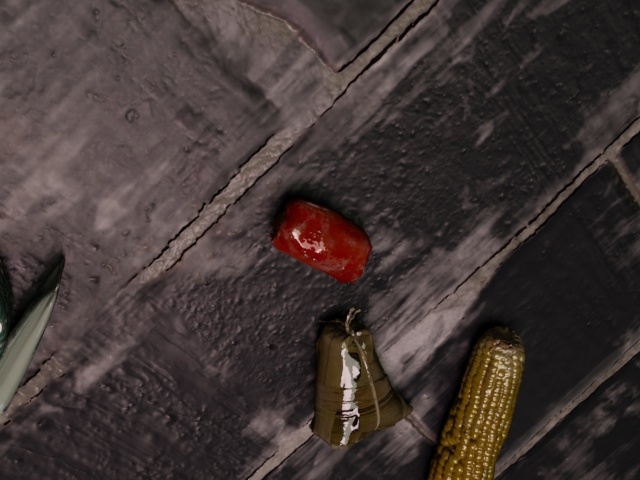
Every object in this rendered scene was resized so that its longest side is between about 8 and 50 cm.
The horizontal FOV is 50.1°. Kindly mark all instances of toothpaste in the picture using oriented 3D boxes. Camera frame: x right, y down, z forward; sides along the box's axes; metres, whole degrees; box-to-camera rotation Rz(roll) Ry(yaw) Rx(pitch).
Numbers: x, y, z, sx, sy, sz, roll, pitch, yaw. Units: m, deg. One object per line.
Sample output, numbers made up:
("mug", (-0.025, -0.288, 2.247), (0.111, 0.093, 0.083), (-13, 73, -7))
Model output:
("toothpaste", (-0.324, 0.117, 0.734), (0.041, 0.064, 0.218), (27, 107, -24))

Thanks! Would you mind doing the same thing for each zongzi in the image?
("zongzi", (0.071, 0.162, 0.900), (0.178, 0.081, 0.189), (-5, 103, -41))

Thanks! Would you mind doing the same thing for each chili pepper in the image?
("chili pepper", (0.000, 0.000, 0.785), (0.123, 0.071, 0.073), (26, 120, -30))

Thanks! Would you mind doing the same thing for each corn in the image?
("corn", (0.222, 0.274, 0.984), (0.096, 0.097, 0.320), (4, 111, -21))

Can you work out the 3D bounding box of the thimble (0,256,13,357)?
("thimble", (-0.370, 0.074, 0.674), (0.118, 0.090, 0.135), (5, 112, -22))
